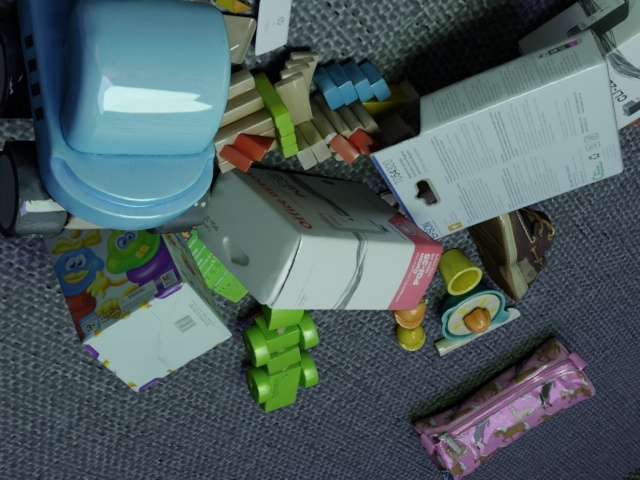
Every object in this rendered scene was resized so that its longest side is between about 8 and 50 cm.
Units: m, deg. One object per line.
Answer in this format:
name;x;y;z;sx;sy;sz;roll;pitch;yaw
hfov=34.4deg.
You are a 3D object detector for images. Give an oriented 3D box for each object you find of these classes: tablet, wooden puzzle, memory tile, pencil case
tablet;-0.058;-0.274;1.299;0.054;0.006;0.083;-29;147;-33
wooden puzzle;-0.122;-0.254;1.288;0.079;0.014;0.116;9;128;-35
memory tile;0.125;-0.050;1.681;0.148;0.012;0.113;-26;142;-7
pencil case;0.393;0.358;2.206;0.386;0.167;0.160;-32;107;1

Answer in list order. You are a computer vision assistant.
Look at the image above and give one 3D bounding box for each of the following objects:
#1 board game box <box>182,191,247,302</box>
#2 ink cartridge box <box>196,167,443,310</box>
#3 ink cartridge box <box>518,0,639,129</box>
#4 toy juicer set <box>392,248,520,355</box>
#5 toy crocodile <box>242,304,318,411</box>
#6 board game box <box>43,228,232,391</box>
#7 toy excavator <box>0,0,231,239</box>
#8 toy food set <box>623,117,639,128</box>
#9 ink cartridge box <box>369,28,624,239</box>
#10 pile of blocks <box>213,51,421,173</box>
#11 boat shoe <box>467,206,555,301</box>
board game box;-0.161;0.004;1.530;0.124;0.039;0.259;-42;144;11
ink cartridge box;0.000;0.000;1.466;0.283;0.207;0.117;5;118;-44
ink cartridge box;0.458;-0.285;1.510;0.273;0.114;0.197;-32;146;26
toy juicer set;0.254;0.157;1.938;0.209;0.089;0.329;-38;143;9
toy crocodile;-0.074;0.184;1.752;0.115;0.105;0.340;-19;146;-15
board game box;-0.246;0.024;1.299;0.142;0.275;0.144;-31;143;0
toy excavator;-0.183;-0.250;1.050;0.222;0.432;0.445;-1;162;-33
toy food set;0.519;-0.240;1.684;0.128;0.071;0.218;-4;136;-30
ink cartridge box;0.258;-0.135;1.487;0.330;0.071;0.324;-19;153;11
pile of blocks;0.009;-0.162;1.383;0.362;0.112;0.149;-11;141;-28
boat shoe;0.340;-0.013;1.791;0.123;0.123;0.342;-38;146;-4
